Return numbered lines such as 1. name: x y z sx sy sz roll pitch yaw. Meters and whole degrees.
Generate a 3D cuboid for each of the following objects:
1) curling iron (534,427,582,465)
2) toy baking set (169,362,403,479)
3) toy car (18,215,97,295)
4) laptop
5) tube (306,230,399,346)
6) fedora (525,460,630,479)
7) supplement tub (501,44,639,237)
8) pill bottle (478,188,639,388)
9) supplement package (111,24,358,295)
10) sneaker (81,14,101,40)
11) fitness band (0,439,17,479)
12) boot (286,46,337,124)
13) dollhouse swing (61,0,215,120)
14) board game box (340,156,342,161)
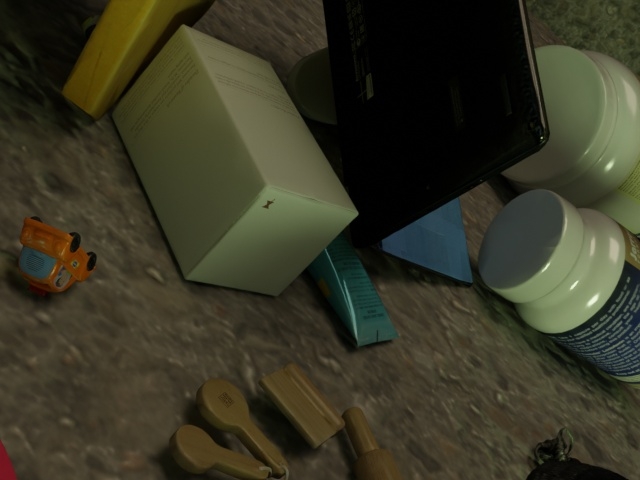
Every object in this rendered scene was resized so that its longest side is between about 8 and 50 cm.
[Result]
1. curling iron: 0.305 0.262 0.942 0.274 0.035 0.068 37 26 -17
2. toy baking set: 0.000 0.183 0.612 0.196 0.030 0.256 12 40 -45
3. toy car: -0.198 -0.003 0.603 0.122 0.060 0.041 26 71 -3
4. laptop: 0.133 -0.189 0.922 0.236 0.408 0.382 1 73 -27
5. tube: 0.000 0.000 0.869 0.080 0.052 0.207 -7 61 -57
6. fedora: 0.178 0.289 0.565 0.334 0.152 0.334 38 22 -18
7. supplement tub: 0.409 -0.144 1.485 0.324 0.235 0.235 17 37 -46
8. pill bottle: 0.313 0.056 1.133 0.264 0.153 0.153 30 29 -29
9. supplement package: -0.071 -0.061 0.781 0.105 0.105 0.179 16 37 -48
10. sneaker: -0.175 -0.169 0.884 0.083 0.031 0.035 14 52 -41
11. fitness band: -0.199 0.139 0.351 0.209 0.054 0.291 24 33 -42
12. boot: 0.042 -0.191 1.189 0.258 0.123 0.095 -13 103 -36
13. dollhouse swing: -0.140 -0.325 0.742 0.315 0.305 0.347 49 38 -17
14. board game box: 0.101 -0.103 1.197 0.124 0.039 0.259 42 22 -6
